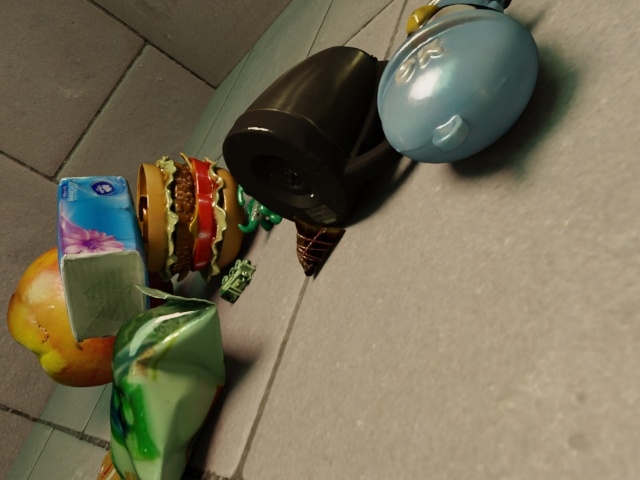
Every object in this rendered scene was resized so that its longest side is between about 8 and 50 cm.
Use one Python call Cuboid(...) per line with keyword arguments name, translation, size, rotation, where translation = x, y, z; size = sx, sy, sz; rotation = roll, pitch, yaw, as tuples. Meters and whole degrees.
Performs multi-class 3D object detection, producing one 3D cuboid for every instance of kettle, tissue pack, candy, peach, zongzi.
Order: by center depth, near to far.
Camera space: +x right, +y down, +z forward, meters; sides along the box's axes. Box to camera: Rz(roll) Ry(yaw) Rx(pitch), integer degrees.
Cuboid(name="zongzi", translation=(0.000, 0.000, 0.761), size=(0.067, 0.073, 0.083), rotation=(-99, 6, -56))
Cuboid(name="kettle", translation=(0.017, -0.189, 0.770), size=(0.251, 0.207, 0.271), rotation=(-30, 28, 59))
Cuboid(name="candy", translation=(-0.249, 0.268, 0.781), size=(0.263, 0.172, 0.397), rotation=(-16, 60, 63))
Cuboid(name="tissue pack", translation=(-0.414, 0.023, 0.995), size=(0.263, 0.146, 0.198), rotation=(-125, 35, -47))
Cuboid(name="peach", translation=(-0.526, 0.162, 1.248), size=(0.370, 0.370, 0.370), rotation=(-44, 27, 30))

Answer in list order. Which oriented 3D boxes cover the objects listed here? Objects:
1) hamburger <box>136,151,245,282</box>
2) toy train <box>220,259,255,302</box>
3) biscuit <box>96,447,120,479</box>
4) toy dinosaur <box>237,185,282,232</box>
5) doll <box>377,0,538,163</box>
Cuboid(name="hamburger", translation=(-0.268, -0.047, 1.104), size=(0.274, 0.212, 0.274), rotation=(178, 90, -66))
Cuboid(name="toy train", translation=(-0.157, 0.074, 0.987), size=(0.083, 0.033, 0.053), rotation=(-48, 30, 21))
Cuboid(name="biscuit", translation=(-0.385, 0.452, 0.969), size=(0.184, 0.035, 0.249), rotation=(-51, 24, 15))
Cuboid(name="toy dinosaur", translation=(-0.124, -0.066, 1.015), size=(0.059, 0.096, 0.132), rotation=(-32, 32, 47))
Cuboid(name="doll", translation=(0.148, -0.196, 0.589), size=(0.177, 0.141, 0.314), rotation=(-34, 30, 36))
